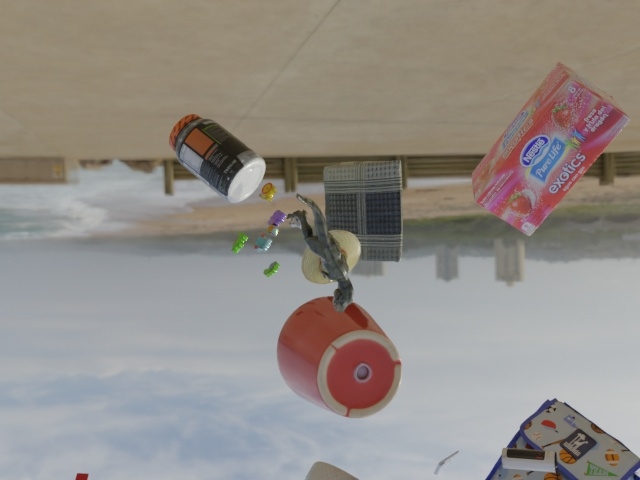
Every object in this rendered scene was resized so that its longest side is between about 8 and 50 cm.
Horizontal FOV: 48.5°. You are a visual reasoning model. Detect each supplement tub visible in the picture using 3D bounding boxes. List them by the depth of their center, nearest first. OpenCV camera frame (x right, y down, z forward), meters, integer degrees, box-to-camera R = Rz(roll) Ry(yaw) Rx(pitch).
[{"bbox_3d":[-0.216,-0.174,1.469,0.190,0.117,0.117,39,-163,20],"label":"supplement tub"}]

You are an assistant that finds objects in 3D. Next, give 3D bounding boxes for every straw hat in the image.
[{"bbox_3d":[0.032,0.054,1.515,0.144,0.145,0.061,-1,-146,-21],"label":"straw hat"}]

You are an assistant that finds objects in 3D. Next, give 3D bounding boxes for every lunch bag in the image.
[{"bbox_3d":[0.698,0.696,2.063,0.328,0.385,0.239,37,180,42],"label":"lunch bag"}]

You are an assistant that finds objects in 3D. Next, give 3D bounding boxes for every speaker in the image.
[{"bbox_3d":[0.543,0.570,1.845,0.136,0.055,0.055,-3,180,26],"label":"speaker"}]

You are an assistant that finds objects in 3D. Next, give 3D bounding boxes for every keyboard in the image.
[{"bbox_3d":[0.395,0.701,2.240,0.072,0.014,0.256,-34,157,-10],"label":"keyboard"}]

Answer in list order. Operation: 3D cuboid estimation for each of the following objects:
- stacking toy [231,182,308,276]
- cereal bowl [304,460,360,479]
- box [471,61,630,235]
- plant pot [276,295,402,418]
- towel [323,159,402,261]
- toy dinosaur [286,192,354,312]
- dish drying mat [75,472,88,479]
[{"bbox_3d":[-0.145,-0.026,1.987,0.052,0.221,0.167,15,160,46],"label":"stacking toy"},{"bbox_3d":[0.085,0.743,1.879,0.339,0.339,0.141,0,-135,52],"label":"cereal bowl"},{"bbox_3d":[0.449,-0.183,1.428,0.142,0.300,0.154,31,-152,-7],"label":"box"},{"bbox_3d":[0.055,0.277,1.628,0.274,0.275,0.243,-1,-176,-16],"label":"plant pot"},{"bbox_3d":[0.133,-0.091,2.213,0.056,0.312,0.324,-6,-174,-43],"label":"towel"},{"bbox_3d":[0.000,0.000,1.224,0.064,0.268,0.118,-29,-145,-6],"label":"toy dinosaur"},{"bbox_3d":[-0.645,0.662,1.902,0.032,0.008,0.083,5,-140,-8],"label":"dish drying mat"}]
